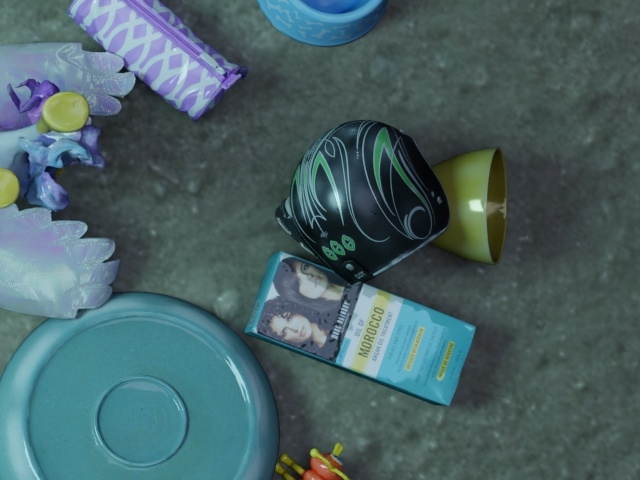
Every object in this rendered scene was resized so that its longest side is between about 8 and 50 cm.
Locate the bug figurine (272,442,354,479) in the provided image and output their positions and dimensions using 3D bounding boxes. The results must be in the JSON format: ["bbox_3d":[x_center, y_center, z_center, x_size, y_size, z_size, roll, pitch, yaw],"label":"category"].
[{"bbox_3d":[0.038,0.370,1.939,0.279,0.072,0.216,36,80,-8],"label":"bug figurine"}]

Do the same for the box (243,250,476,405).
[{"bbox_3d":[0.045,0.101,1.964,0.244,0.060,0.100,21,82,-10],"label":"box"}]

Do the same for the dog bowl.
[{"bbox_3d":[0.014,-0.376,1.984,0.166,0.074,0.297,5,84,-11],"label":"dog bowl"}]

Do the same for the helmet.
[{"bbox_3d":[0.046,-0.049,1.902,0.169,0.169,0.161,-32,93,-12],"label":"helmet"}]

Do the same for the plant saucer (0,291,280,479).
[{"bbox_3d":[-0.197,0.200,1.872,0.317,0.044,0.317,4,69,-10],"label":"plant saucer"}]

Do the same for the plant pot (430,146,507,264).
[{"bbox_3d":[0.156,-0.040,1.974,0.095,0.134,0.134,1,85,16],"label":"plant pot"}]

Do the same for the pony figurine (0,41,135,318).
[{"bbox_3d":[-0.346,-0.079,1.762,0.351,0.363,0.303,3,84,-21],"label":"pony figurine"}]

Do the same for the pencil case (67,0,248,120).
[{"bbox_3d":[-0.184,-0.221,1.924,0.206,0.088,0.086,38,68,-6],"label":"pencil case"}]

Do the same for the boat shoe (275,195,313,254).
[{"bbox_3d":[0.000,0.000,1.974,0.125,0.038,0.046,41,48,-10],"label":"boat shoe"}]
